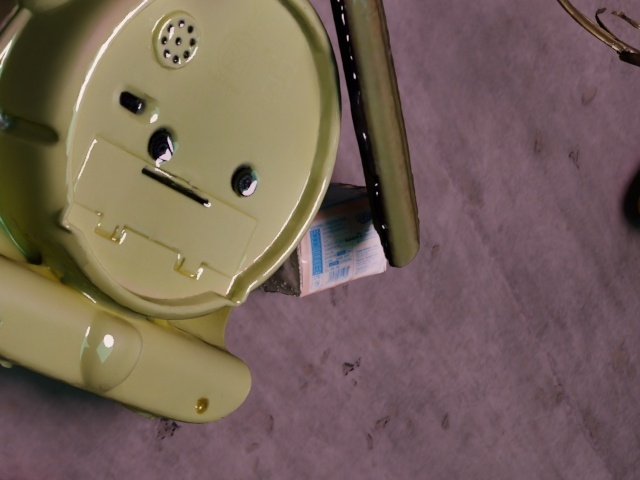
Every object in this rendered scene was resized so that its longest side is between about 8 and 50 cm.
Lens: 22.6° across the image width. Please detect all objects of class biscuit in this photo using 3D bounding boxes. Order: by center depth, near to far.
[{"bbox_3d":[0.030,-0.126,1.109,0.038,0.099,0.322,-14,121,-1],"label":"biscuit"}]

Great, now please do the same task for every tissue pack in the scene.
[{"bbox_3d":[0.000,0.000,1.230,0.094,0.059,0.074,-15,111,-40],"label":"tissue pack"}]

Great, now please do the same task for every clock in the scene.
[{"bbox_3d":[-0.108,-0.070,1.057,0.286,0.117,0.348,28,85,-46],"label":"clock"}]

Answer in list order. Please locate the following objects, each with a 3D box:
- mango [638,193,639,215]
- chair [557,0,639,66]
[{"bbox_3d":[0.404,-0.075,1.561,0.253,0.113,0.138,-23,124,-29],"label":"mango"},{"bbox_3d":[0.167,-0.258,1.121,0.326,0.160,0.170,30,104,-12],"label":"chair"}]
